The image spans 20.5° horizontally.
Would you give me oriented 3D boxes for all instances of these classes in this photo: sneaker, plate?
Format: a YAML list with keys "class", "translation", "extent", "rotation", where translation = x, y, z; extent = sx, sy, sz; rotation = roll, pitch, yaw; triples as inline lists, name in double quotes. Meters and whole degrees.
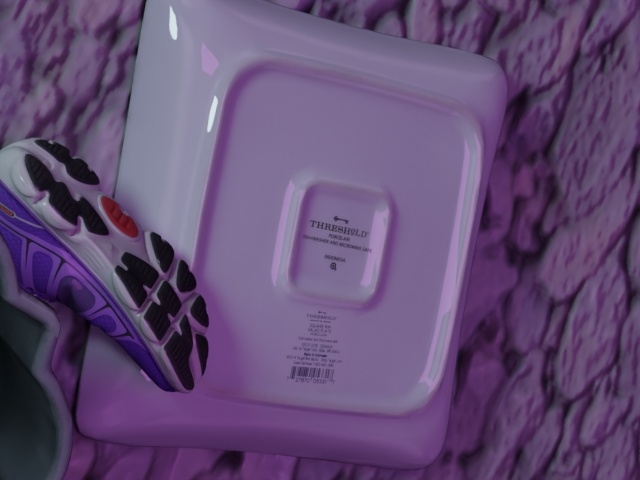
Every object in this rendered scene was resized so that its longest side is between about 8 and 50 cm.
- class: "sneaker"
  translation: [-0.127, 0.019, 0.977]
  extent: [0.170, 0.071, 0.068]
  rotation: [50, 31, -12]
- class: "plate"
  translation: [0.000, 0.000, 1.081]
  extent: [0.277, 0.045, 0.278]
  rotation: [10, 90, -36]

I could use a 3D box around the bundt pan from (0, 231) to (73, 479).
- class: "bundt pan"
  translation: [-0.284, 0.070, 0.797]
  extent: [0.330, 0.124, 0.331]
  rotation: [-8, 118, -16]
